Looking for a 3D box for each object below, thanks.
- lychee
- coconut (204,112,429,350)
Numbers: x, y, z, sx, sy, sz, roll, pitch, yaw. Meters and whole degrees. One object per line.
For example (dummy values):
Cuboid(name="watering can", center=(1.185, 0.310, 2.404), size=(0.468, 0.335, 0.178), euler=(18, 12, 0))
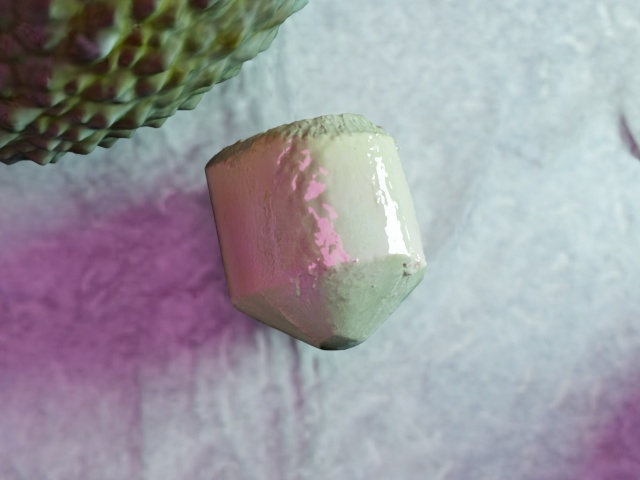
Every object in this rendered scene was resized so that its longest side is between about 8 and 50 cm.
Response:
Cuboid(name="lychee", center=(-0.119, -0.168, 0.935), size=(0.255, 0.255, 0.274), euler=(23, 87, -2))
Cuboid(name="coconut", center=(0.000, 0.000, 0.991), size=(0.116, 0.116, 0.122), euler=(-12, 83, -8))
